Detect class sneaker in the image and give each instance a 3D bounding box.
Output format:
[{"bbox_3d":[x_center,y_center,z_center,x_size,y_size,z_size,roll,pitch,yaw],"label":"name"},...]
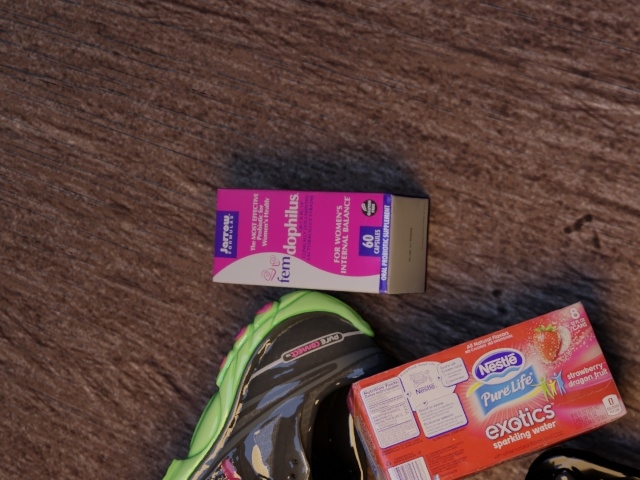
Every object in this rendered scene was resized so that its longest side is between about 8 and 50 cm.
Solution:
[{"bbox_3d":[-0.060,0.298,1.667,0.202,0.185,0.482,27,100,27],"label":"sneaker"}]

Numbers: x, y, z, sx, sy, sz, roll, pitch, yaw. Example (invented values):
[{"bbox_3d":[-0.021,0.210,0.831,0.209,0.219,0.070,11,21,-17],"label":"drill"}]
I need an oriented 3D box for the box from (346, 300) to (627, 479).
[{"bbox_3d":[0.168,0.171,1.542,0.257,0.122,0.128,-19,78,-7],"label":"box"}]

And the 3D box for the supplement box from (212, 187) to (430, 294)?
[{"bbox_3d":[0.000,0.000,1.688,0.220,0.114,0.111,2,90,27],"label":"supplement box"}]

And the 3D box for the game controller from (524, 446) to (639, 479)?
[{"bbox_3d":[0.261,0.365,1.536,0.166,0.067,0.319,20,112,17],"label":"game controller"}]
